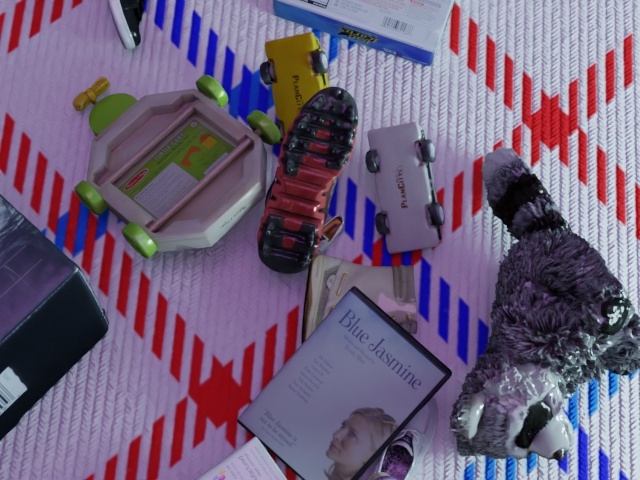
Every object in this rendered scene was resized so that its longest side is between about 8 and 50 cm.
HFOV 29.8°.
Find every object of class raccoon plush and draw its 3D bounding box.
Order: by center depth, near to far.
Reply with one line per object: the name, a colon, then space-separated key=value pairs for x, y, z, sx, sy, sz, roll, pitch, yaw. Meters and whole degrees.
raccoon plush: x=0.258 y=0.111 z=1.719 sx=0.299 sy=0.216 sz=0.446 roll=-30 pitch=45 yaw=2

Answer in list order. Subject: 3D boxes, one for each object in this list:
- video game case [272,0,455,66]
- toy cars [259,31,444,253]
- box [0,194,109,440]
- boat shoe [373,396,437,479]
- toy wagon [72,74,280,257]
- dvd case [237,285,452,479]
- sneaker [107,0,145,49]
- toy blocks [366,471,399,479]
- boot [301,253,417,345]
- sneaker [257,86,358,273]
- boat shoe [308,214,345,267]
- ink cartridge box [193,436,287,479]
video game case: x=0.090 y=-0.431 z=1.920 sx=0.269 sy=0.061 sz=0.244 roll=19 pitch=72 yaw=4
toy cars: x=0.055 y=-0.148 z=1.803 sx=0.393 sy=0.087 sz=0.176 roll=42 pitch=109 yaw=10
box: x=-0.625 y=0.093 z=1.585 sx=0.472 sy=0.297 sz=0.480 roll=40 pitch=74 yaw=13
boat shoe: x=0.114 y=0.287 z=1.668 sx=0.066 sy=0.063 sz=0.184 roll=29 pitch=72 yaw=7
toy wagon: x=-0.233 y=-0.130 z=1.769 sx=0.267 sy=0.068 sz=0.344 roll=-43 pitch=57 yaw=-15
dvd case: x=0.032 y=0.214 z=1.643 sx=0.180 sy=0.022 sz=0.253 roll=41 pitch=99 yaw=4
sneaker: x=-0.281 y=-0.409 z=1.885 sx=0.121 sy=0.079 sz=0.217 roll=-15 pitch=71 yaw=-6
toy blocks: x=0.048 y=0.460 z=1.437 sx=0.288 sy=0.260 sz=0.309 roll=-27 pitch=98 yaw=-5
boot: x=0.056 y=0.128 z=1.718 sx=0.165 sy=0.077 sz=0.213 roll=6 pitch=70 yaw=-3
sneaker: x=-0.020 y=-0.094 z=1.720 sx=0.097 sy=0.135 sz=0.276 roll=17 pitch=105 yaw=-5
boat shoe: x=0.000 y=0.000 z=1.778 sx=0.035 sy=0.035 sz=0.100 roll=44 pitch=74 yaw=12
ink cartridge box: x=-0.128 y=0.389 z=1.606 sx=0.212 sy=0.093 sz=0.154 roll=-33 pitch=76 yaw=-11
